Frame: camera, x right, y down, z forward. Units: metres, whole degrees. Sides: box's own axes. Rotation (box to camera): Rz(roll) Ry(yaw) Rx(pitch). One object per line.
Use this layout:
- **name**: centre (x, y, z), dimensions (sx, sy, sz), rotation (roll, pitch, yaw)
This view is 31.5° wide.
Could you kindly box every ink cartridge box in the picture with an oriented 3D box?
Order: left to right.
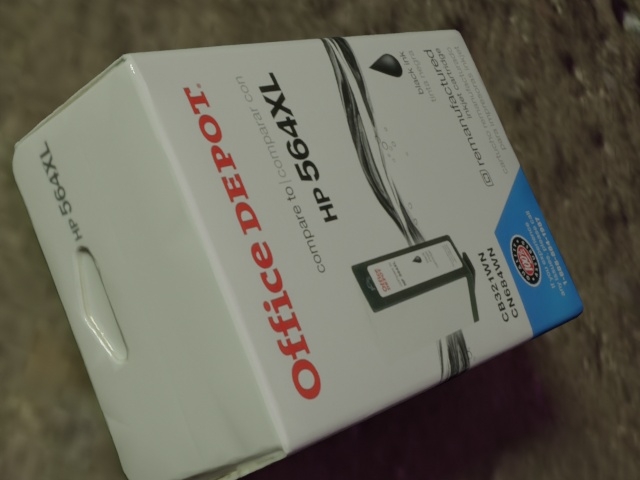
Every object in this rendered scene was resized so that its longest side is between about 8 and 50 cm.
- **ink cartridge box**: centre (0.000, 0.000, 0.464), dimensions (0.203, 0.086, 0.148), rotation (-17, 82, -49)
